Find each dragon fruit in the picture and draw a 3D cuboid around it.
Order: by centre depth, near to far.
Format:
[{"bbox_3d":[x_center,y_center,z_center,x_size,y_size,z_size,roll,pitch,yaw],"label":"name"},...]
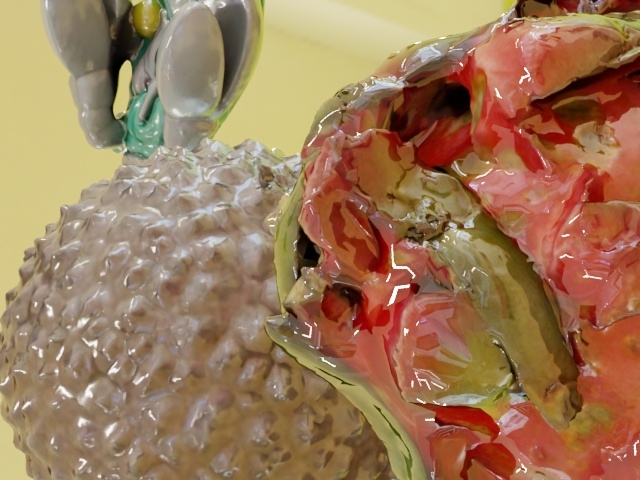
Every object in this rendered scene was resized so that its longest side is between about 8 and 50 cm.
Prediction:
[{"bbox_3d":[0.118,0.015,0.815,0.302,0.237,0.231,19,-128,-21],"label":"dragon fruit"}]

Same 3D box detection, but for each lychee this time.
[{"bbox_3d":[-0.057,0.081,1.227,0.300,0.300,0.300,10,-101,-61],"label":"lychee"}]

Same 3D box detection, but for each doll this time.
[{"bbox_3d":[-0.107,-0.126,1.426,0.153,0.195,0.258,-6,-94,-58],"label":"doll"}]
